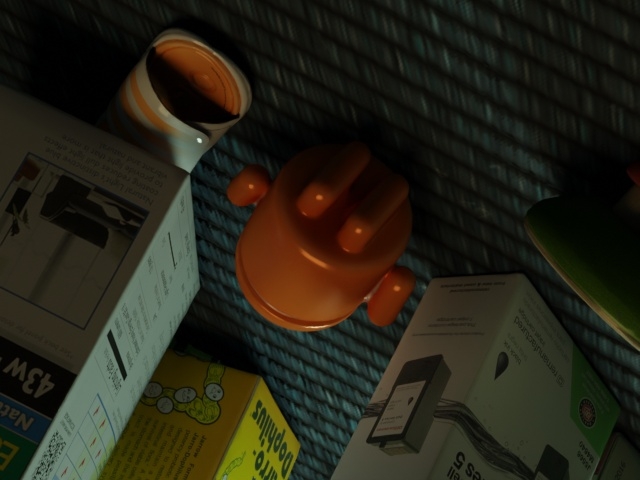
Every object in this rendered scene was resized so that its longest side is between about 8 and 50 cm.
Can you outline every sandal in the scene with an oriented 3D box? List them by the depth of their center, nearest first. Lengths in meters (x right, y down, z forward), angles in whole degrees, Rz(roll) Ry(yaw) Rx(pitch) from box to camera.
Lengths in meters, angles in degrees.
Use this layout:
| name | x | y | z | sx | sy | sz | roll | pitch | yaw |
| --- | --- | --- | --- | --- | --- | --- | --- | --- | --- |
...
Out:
| name | x | y | z | sx | sy | sz | roll | pitch | yaw |
| --- | --- | --- | --- | --- | --- | --- | --- | --- | --- |
| sandal | -0.146 | -0.092 | 1.565 | 0.102 | 0.076 | 0.265 | 35 | 148 | -10 |

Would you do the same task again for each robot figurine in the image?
| name | x | y | z | sx | sy | sz | roll | pitch | yaw |
| --- | --- | --- | --- | --- | --- | --- | --- | --- | --- |
| robot figurine | -0.001 | -0.002 | 1.534 | 0.158 | 0.128 | 0.219 | 7 | 152 | -17 |

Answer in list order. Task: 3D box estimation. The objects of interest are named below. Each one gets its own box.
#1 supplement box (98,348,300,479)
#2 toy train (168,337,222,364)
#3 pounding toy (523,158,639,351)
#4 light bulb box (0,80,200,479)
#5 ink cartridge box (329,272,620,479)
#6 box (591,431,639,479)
| name | x | y | z | sx | sy | sz | roll | pitch | yaw |
| --- | --- | --- | --- | --- | --- | --- | --- | --- | --- |
| supplement box | -0.234 | 0.220 | 1.939 | 0.356 | 0.195 | 0.194 | 15 | 156 | 21 |
| toy train | -0.144 | 0.121 | 1.923 | 0.083 | 0.017 | 0.024 | 23 | 137 | 8 |
| pounding toy | 0.272 | 0.024 | 1.358 | 0.183 | 0.110 | 0.237 | 23 | -157 | -53 |
| light bulb box | -0.287 | 0.099 | 1.606 | 0.225 | 0.361 | 0.358 | 26 | 163 | 6 |
| ink cartridge box | 0.134 | 0.195 | 1.564 | 0.115 | 0.273 | 0.198 | -5 | 135 | 42 |
| box | 0.224 | 0.285 | 1.760 | 0.232 | 0.127 | 0.148 | -11 | 131 | 46 |
